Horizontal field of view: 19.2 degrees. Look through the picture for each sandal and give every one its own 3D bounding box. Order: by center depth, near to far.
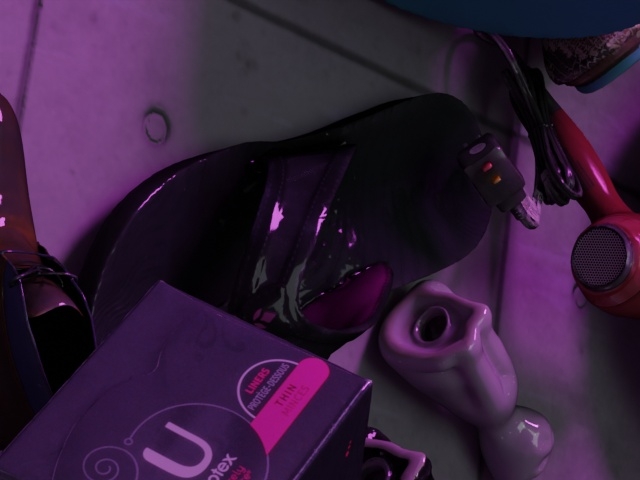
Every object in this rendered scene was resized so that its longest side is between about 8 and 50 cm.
[{"bbox_3d":[0.000,-0.003,1.286,0.445,0.107,0.168,-32,111,-45],"label":"sandal"}]

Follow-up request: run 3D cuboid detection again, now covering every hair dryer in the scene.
[{"bbox_3d":[0.224,-0.038,1.471,0.293,0.080,0.224,45,33,-22],"label":"hair dryer"}]

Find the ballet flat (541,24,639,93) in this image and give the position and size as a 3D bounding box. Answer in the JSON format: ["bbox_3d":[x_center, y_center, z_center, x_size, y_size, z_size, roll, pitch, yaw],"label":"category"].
[{"bbox_3d":[0.279,-0.274,1.607,0.182,0.164,0.483,55,41,-1],"label":"ballet flat"}]

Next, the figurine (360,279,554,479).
[{"bbox_3d":[0.102,0.170,1.414,0.209,0.092,0.215,54,50,-40],"label":"figurine"}]

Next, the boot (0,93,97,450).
[{"bbox_3d":[-0.170,0.014,1.098,0.082,0.106,0.219,-1,88,-48],"label":"boot"}]

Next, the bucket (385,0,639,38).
[{"bbox_3d":[0.139,-0.271,1.349,0.281,0.281,0.183,25,70,-44],"label":"bucket"}]

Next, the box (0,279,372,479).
[{"bbox_3d":[-0.077,0.186,1.070,0.165,0.143,0.270,-51,157,-38],"label":"box"}]
